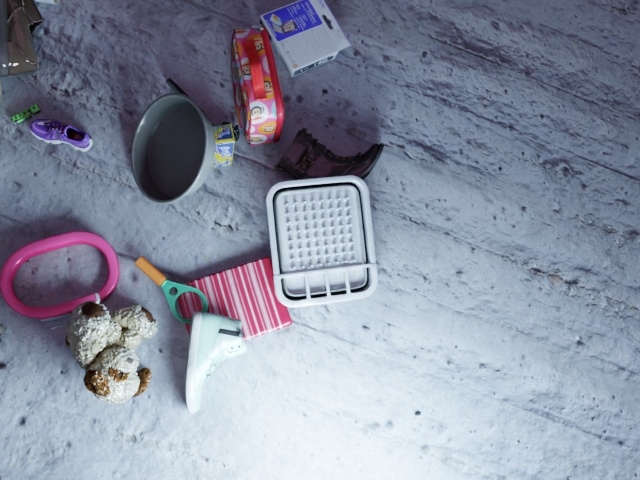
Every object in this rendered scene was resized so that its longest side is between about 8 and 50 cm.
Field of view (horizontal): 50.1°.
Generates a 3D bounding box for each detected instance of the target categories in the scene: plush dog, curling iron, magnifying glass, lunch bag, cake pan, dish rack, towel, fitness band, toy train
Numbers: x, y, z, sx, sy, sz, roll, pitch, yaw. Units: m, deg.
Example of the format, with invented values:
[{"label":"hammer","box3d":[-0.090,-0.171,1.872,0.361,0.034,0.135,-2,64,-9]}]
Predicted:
[{"label":"plush dog","box3d":[-0.519,0.288,1.659,0.210,0.262,0.225,-32,69,18]},{"label":"curling iron","box3d":[-0.336,-0.366,1.947,0.274,0.035,0.068,40,57,6]},{"label":"magnifying glass","box3d":[-0.388,0.125,1.777,0.231,0.026,0.092,40,82,7]},{"label":"lunch bag","box3d":[-0.177,-0.428,1.870,0.120,0.258,0.293,-10,77,-9]},{"label":"cake pan","box3d":[-0.386,-0.239,1.808,0.293,0.054,0.293,-3,84,35]},{"label":"dish rack","box3d":[0.000,0.000,1.835,0.285,0.072,0.333,-6,93,-14]},{"label":"towel","box3d":[-0.228,0.172,1.815,0.275,0.031,0.199,-17,80,-11]},{"label":"fitness band","box3d":[-0.666,0.089,1.757,0.290,0.054,0.209,-17,78,-14]},{"label":"toy train","box3d":[-0.806,-0.345,1.875,0.083,0.017,0.024,-35,93,-16]}]

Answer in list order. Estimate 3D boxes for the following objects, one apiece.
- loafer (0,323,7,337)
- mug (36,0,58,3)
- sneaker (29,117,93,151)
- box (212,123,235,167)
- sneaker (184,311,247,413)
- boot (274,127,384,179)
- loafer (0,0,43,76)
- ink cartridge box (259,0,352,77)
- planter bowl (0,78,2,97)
[{"label":"loafer","box3d":[-0.877,0.138,1.692,0.267,0.096,0.084,34,66,4]},{"label":"mug","box3d":[-0.791,-0.710,1.966,0.064,0.078,0.062,-1,107,0]},{"label":"sneaker","box3d":[-0.700,-0.298,1.850,0.170,0.071,0.068,14,73,-4]},{"label":"box","box3d":[-0.268,-0.254,1.853,0.059,0.169,0.054,-10,75,-13]},{"label":"sneaker","box3d":[-0.261,0.313,1.725,0.151,0.094,0.256,7,88,-13]},{"label":"boot","box3d":[0.028,-0.239,1.938,0.229,0.091,0.263,42,75,3]},{"label":"loafer","box3d":[-0.844,-0.624,1.905,0.130,0.134,0.366,0,84,-33]},{"label":"ink cartridge box","box3d":[-0.045,-0.619,2.055,0.208,0.045,0.206,-27,80,-14]},{"label":"planter bowl","box3d":[-0.923,-0.398,1.823,0.162,0.109,0.162,2,73,-8]}]
